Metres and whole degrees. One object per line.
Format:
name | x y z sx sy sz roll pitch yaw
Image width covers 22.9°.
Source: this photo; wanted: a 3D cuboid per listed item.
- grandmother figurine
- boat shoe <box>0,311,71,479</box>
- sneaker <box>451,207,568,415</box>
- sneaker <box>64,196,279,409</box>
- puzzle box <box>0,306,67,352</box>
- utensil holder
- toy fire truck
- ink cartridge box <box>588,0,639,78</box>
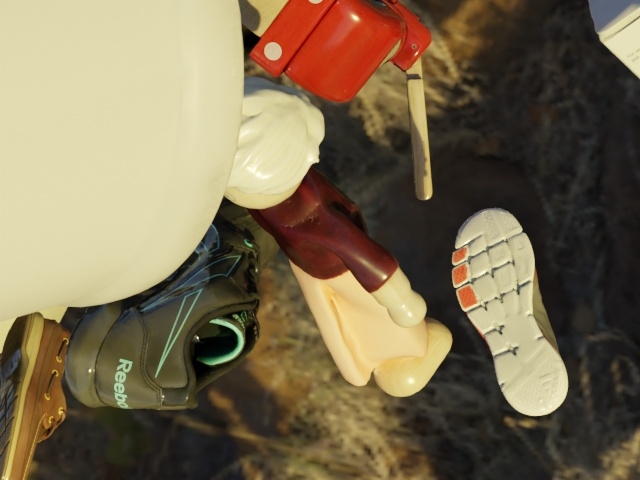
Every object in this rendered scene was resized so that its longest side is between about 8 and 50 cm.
grandmother figurine | 0.000 0.000 1.182 0.208 0.342 0.104 28 74 37
boat shoe | -0.243 0.140 1.339 0.064 0.060 0.178 -41 34 43
sneaker | 0.137 0.055 1.138 0.061 0.065 0.157 -16 72 11
sneaker | -0.085 0.053 1.223 0.106 0.267 0.101 11 126 25
puzzle box | -0.348 -0.041 1.419 0.052 0.409 0.272 36 101 35
utensil holder | -0.287 -0.084 0.789 0.328 0.385 0.327 16 113 42
toy fire truck | 0.032 -0.154 1.333 0.158 0.246 0.217 -51 0 21
ink cartridge box | 0.313 -0.171 1.300 0.087 0.208 0.153 -36 34 28
